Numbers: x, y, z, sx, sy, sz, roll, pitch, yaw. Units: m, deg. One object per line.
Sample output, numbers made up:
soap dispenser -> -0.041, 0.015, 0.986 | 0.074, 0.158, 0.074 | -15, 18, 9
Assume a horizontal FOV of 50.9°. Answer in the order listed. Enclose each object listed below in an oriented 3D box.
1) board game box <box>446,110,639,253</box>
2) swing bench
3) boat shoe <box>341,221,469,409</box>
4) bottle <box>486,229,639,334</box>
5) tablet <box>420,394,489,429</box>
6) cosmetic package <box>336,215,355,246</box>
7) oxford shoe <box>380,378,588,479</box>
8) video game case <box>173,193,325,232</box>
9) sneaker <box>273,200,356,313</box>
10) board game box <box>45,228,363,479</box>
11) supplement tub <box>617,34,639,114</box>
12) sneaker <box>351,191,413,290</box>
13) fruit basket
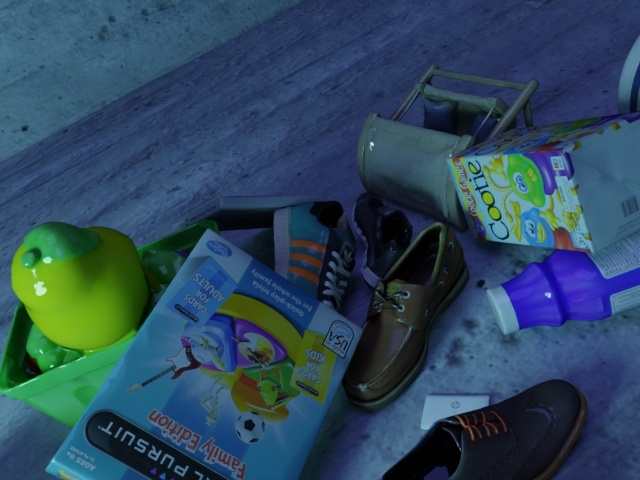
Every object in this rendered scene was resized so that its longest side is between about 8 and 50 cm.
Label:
board game box -> 0.327, -0.084, 0.964 | 0.144, 0.142, 0.275 | -25, 12, -17
swing bench -> 0.228, -0.178, 1.225 | 0.255, 0.165, 0.253 | -39, 38, -21
boat shoe -> 0.112, 0.096, 0.970 | 0.111, 0.104, 0.307 | 7, 45, 34
bottle -> 0.368, 0.048, 0.898 | 0.283, 0.092, 0.118 | -21, 29, 3
tablet -> 0.172, 0.219, 0.857 | 0.083, 0.006, 0.054 | -5, 38, 24
cosmetic package -> 0.000, 0.000, 1.207 | 0.115, 0.060, 0.041 | -12, 37, 14
oxford shoe -> 0.186, 0.230, 0.749 | 0.271, 0.098, 0.097 | -33, 35, -14
video game case -> -0.131, -0.048, 1.218 | 0.213, 0.023, 0.193 | -5, -9, -37
sneaker -> 0.000, 0.047, 1.063 | 0.121, 0.108, 0.302 | -18, 50, 11
board game box -> -0.122, 0.187, 0.828 | 0.079, 0.254, 0.336 | -45, 15, 54
supplement tub -> 0.633, -0.209, 0.966 | 0.236, 0.235, 0.325 | -32, 35, -12
sneaker -> 0.109, -0.023, 1.123 | 0.078, 0.106, 0.234 | 18, 35, -17
fruit basket -> -0.322, 0.083, 1.012 | 0.392, 0.391, 0.283 | -23, 34, 0
